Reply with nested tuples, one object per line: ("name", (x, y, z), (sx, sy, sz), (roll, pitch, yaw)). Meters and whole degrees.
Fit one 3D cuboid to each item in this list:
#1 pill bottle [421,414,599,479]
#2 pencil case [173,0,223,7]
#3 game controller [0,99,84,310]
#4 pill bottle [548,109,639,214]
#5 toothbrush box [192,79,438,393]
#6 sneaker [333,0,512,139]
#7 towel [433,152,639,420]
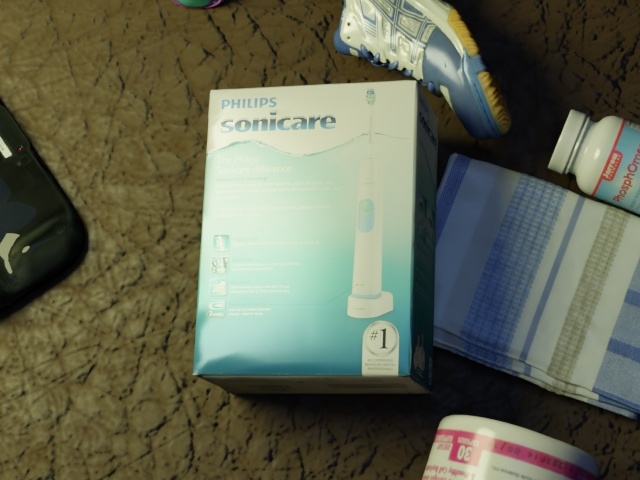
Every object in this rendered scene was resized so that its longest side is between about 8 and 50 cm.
("pill bottle", (0.150, 0.320, 1.407), (0.160, 0.160, 0.283), (17, 77, 5))
("pencil case", (-0.130, -0.333, 1.626), (0.070, 0.064, 0.151), (10, 74, -22))
("game controller", (-0.388, -0.076, 1.577), (0.166, 0.067, 0.319), (-31, 77, -21))
("pill bottle", (0.321, -0.076, 1.541), (0.160, 0.087, 0.087), (22, 77, 7))
("toothbrush box", (0.000, 0.000, 1.489), (0.216, 0.126, 0.295), (-2, 76, 14))
("sneaker", (0.089, -0.211, 1.583), (0.131, 0.112, 0.296), (-33, 71, 6))
("towel", (0.228, 0.046, 1.540), (0.285, 0.034, 0.209), (20, 77, 6))
